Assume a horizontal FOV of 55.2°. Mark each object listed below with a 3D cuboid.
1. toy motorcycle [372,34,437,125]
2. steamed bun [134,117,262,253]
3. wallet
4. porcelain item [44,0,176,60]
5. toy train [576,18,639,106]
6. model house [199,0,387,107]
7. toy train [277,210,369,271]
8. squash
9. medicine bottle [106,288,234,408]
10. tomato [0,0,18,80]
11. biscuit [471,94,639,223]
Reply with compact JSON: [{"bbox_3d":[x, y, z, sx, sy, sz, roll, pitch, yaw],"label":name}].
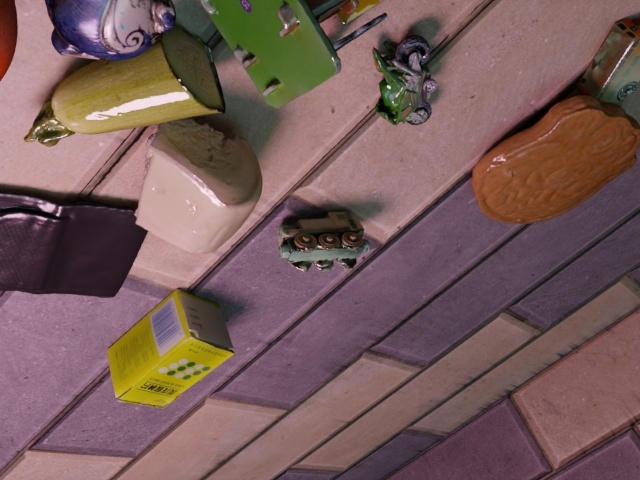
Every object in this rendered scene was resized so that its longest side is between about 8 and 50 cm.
[{"bbox_3d":[0.143,-0.267,1.068,0.106,0.074,0.190,-15,142,1],"label":"toy motorcycle"},{"bbox_3d":[-0.209,-0.094,1.022,0.200,0.170,0.225,33,138,-13],"label":"steamed bun"},{"bbox_3d":[-0.481,0.014,1.075,0.322,0.041,0.247,7,134,-37],"label":"wallet"},{"bbox_3d":[-0.269,-0.319,0.675,0.186,0.138,0.288,-22,156,-21],"label":"porcelain item"},{"bbox_3d":[0.593,-0.344,1.213,0.099,0.072,0.188,-6,139,-26],"label":"toy train"},{"bbox_3d":[-0.021,-0.380,0.806,0.323,0.340,0.300,-38,104,-21],"label":"model house"},{"bbox_3d":[0.000,0.000,1.251,0.193,0.125,0.081,-2,130,-22],"label":"toy train"},{"bbox_3d":[-0.289,-0.216,0.861,0.287,0.137,0.137,-12,141,-2],"label":"squash"},{"bbox_3d":[-0.332,0.241,1.341,0.250,0.141,0.137,-39,144,17],"label":"medicine bottle"},{"bbox_3d":[-0.453,-0.243,0.626,0.255,0.225,0.256,-22,163,-7],"label":"tomato"},{"bbox_3d":[0.523,-0.152,1.356,0.385,0.062,0.365,15,137,-43],"label":"biscuit"}]
